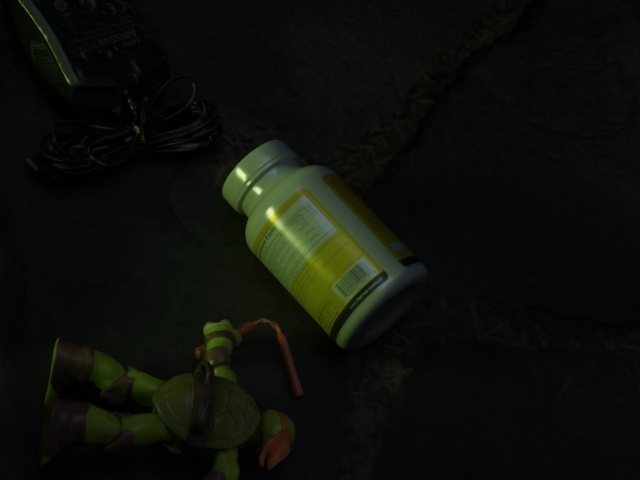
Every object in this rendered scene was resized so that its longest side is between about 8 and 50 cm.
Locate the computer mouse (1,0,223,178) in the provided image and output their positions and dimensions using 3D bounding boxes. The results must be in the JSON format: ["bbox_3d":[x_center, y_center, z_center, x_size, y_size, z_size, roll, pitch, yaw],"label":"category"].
[{"bbox_3d":[-0.225,-0.179,1.505,0.188,0.072,0.272,-17,74,-32],"label":"computer mouse"}]

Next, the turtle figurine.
[{"bbox_3d":[-0.109,0.151,1.278,0.217,0.087,0.269,10,52,-13],"label":"turtle figurine"}]

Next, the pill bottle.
[{"bbox_3d":[0.000,0.000,1.421,0.103,0.103,0.184,-30,69,-35],"label":"pill bottle"}]
